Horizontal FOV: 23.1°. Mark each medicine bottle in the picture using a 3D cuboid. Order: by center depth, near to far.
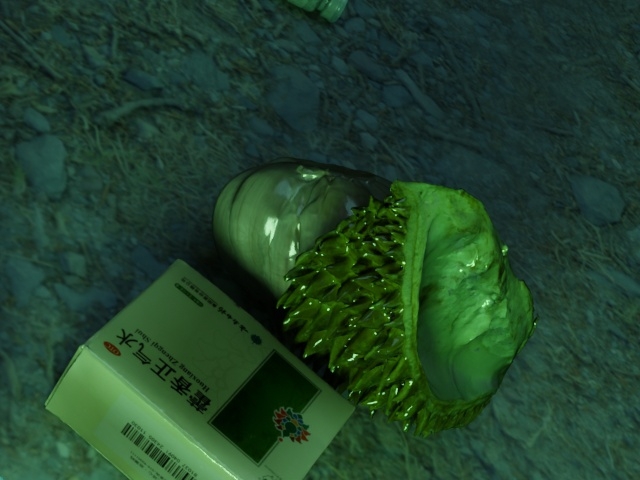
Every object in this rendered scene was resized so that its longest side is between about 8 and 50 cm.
[{"bbox_3d":[-0.057,-0.329,1.926,0.191,0.051,0.051,26,38,-17],"label":"medicine bottle"}]

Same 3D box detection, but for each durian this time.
[{"bbox_3d":[0.087,0.073,1.442,0.163,0.198,0.394,24,-13,35],"label":"durian"}]

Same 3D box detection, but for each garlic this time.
[{"bbox_3d":[0.004,0.001,1.527,0.228,0.152,0.228,17,6,-2],"label":"garlic"}]

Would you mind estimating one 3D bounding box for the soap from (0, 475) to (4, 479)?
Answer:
[{"bbox_3d":[-0.334,0.230,1.017,0.077,0.156,0.293,45,36,6],"label":"soap"}]

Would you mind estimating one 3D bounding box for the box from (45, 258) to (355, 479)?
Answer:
[{"bbox_3d":[-0.102,0.144,1.352,0.212,0.095,0.168,40,39,3],"label":"box"}]
